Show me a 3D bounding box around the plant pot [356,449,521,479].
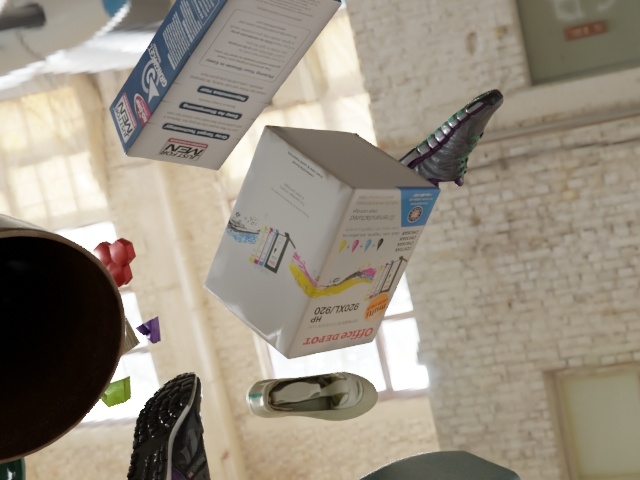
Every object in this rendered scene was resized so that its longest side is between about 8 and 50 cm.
[{"bbox_3d":[0.192,0.458,1.596,0.252,0.247,0.248,-32,-160,-24],"label":"plant pot"}]

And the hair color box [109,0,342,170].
[{"bbox_3d":[-0.143,-0.260,1.494,0.174,0.105,0.347,7,136,-41],"label":"hair color box"}]

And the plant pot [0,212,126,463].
[{"bbox_3d":[-0.326,0.055,0.962,0.215,0.215,0.230,-18,-150,-30],"label":"plant pot"}]

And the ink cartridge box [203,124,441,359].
[{"bbox_3d":[0.000,0.000,1.297,0.171,0.232,0.168,-3,-147,-48],"label":"ink cartridge box"}]

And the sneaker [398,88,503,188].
[{"bbox_3d":[0.225,-0.148,1.675,0.224,0.098,0.083,-39,180,37],"label":"sneaker"}]

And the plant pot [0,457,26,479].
[{"bbox_3d":[-0.618,0.375,1.597,0.293,0.293,0.196,-19,170,-32],"label":"plant pot"}]

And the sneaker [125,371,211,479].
[{"bbox_3d":[-0.227,0.343,1.657,0.107,0.124,0.283,-21,-145,27],"label":"sneaker"}]

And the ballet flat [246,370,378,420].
[{"bbox_3d":[0.000,0.257,1.746,0.248,0.086,0.086,-2,-177,-27],"label":"ballet flat"}]

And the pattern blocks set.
[{"bbox_3d":[-0.388,0.142,1.754,0.325,0.285,0.026,-13,-173,37],"label":"pattern blocks set"}]
